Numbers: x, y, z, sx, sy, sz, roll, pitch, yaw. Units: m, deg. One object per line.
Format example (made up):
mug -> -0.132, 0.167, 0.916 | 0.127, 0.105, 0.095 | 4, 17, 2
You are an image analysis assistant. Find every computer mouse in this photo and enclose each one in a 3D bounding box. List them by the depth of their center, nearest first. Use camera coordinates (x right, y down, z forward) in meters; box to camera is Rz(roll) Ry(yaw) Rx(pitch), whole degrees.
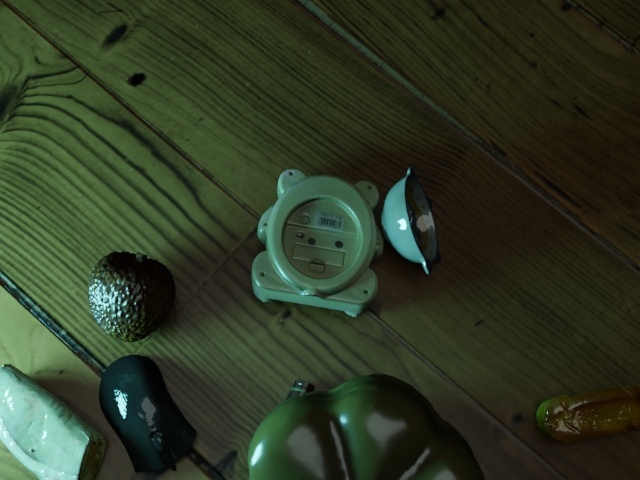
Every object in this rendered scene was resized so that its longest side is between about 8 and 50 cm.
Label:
computer mouse -> -0.362, 0.353, 1.676 | 0.147, 0.088, 0.264 | -32, 79, -13

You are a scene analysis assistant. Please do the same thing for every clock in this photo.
clock -> 0.000, 0.000, 1.829 | 0.284, 0.114, 0.309 | 9, 67, -1

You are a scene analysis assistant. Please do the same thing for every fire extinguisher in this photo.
fire extinguisher -> -0.063, 0.370, 1.719 | 0.064, 0.043, 0.158 | 13, 65, 31

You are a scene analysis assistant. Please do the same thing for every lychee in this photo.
lychee -> -0.395, 0.111, 1.711 | 0.195, 0.194, 0.194 | 2, 70, -5

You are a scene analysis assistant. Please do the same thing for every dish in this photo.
dish -> 0.194, -0.031, 1.846 | 0.086, 0.228, 0.236 | -14, 47, 23

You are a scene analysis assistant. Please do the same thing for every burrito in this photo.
burrito -> -0.546, 0.385, 1.633 | 0.299, 0.105, 0.143 | 40, 81, 8

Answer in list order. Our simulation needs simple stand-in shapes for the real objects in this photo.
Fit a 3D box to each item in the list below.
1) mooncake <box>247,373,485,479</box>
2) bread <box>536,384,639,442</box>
mooncake -> 0.073, 0.482, 1.505 | 0.467, 0.262, 0.466 | 0, 86, 3
bread -> 0.589, 0.373, 1.761 | 0.246, 0.094, 0.102 | -6, 76, -8
